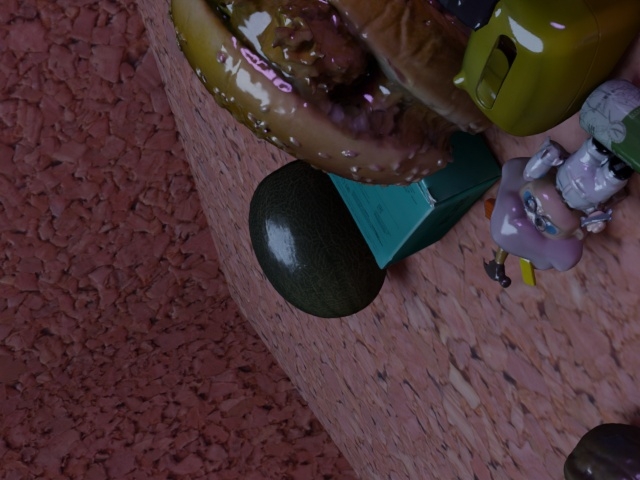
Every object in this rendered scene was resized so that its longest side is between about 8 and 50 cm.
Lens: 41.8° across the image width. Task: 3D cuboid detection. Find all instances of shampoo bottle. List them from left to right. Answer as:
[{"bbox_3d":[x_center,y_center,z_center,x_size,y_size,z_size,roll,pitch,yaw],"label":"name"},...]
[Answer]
[{"bbox_3d":[0.316,-0.064,0.733,0.204,0.065,0.065,52,160,38],"label":"shampoo bottle"}]

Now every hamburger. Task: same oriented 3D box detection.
[{"bbox_3d":[-0.029,-0.252,0.959,0.445,0.268,0.287,51,-159,23],"label":"hamburger"}]

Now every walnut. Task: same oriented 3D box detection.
[{"bbox_3d":[0.362,0.291,0.987,0.162,0.140,0.140,-115,5,-74],"label":"walnut"}]

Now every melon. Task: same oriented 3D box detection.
[{"bbox_3d":[0.000,0.000,1.530,0.301,0.237,0.237,64,165,-11],"label":"melon"}]

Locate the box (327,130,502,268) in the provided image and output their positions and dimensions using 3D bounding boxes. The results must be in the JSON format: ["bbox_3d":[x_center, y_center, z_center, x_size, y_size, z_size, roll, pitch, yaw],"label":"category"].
[{"bbox_3d":[0.120,-0.103,1.210,0.205,0.118,0.311,60,164,12],"label":"box"}]

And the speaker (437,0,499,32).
[{"bbox_3d":[0.159,-0.365,0.576,0.180,0.184,0.388,53,159,38],"label":"speaker"}]

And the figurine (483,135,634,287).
[{"bbox_3d":[0.251,-0.040,0.910,0.137,0.112,0.229,54,149,10],"label":"figurine"}]

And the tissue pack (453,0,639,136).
[{"bbox_3d":[0.208,-0.182,0.796,0.123,0.127,0.178,57,163,19],"label":"tissue pack"}]
